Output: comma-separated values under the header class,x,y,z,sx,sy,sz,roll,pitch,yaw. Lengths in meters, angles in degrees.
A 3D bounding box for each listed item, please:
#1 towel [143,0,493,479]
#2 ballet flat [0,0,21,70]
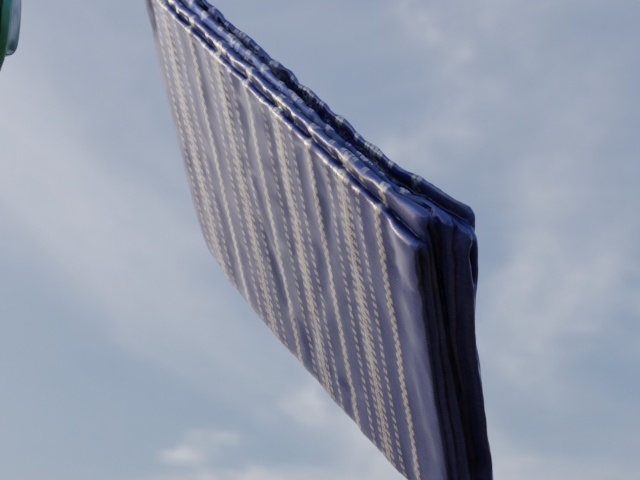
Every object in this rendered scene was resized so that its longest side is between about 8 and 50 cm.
class,x,y,z,sx,sy,sz,roll,pitch,yaw
towel,0.000,0.000,1.175,0.040,0.336,0.243,-25,-49,-18
ballet flat,-0.093,-0.055,0.483,0.041,0.041,0.114,9,4,-9
